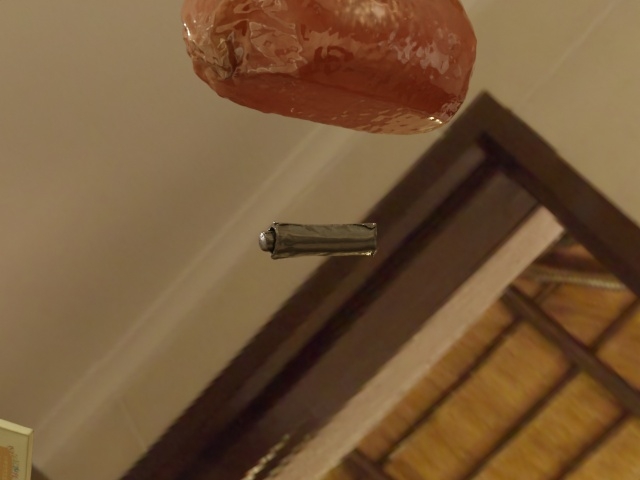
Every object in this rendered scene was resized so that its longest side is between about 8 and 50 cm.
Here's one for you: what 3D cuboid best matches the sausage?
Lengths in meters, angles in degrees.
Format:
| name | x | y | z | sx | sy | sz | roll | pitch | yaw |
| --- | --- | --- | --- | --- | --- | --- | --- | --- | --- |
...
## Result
| name | x | y | z | sx | sy | sz | roll | pitch | yaw |
| --- | --- | --- | --- | --- | --- | --- | --- | --- | --- |
| sausage | 0.017 | -0.161 | 0.938 | 0.254 | 0.148 | 0.148 | 14 | -65 | -34 |

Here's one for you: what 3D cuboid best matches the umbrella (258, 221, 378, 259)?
| name | x | y | z | sx | sy | sz | roll | pitch | yaw |
| --- | --- | --- | --- | --- | --- | --- | --- | --- | --- |
| umbrella | 0.000 | -0.002 | 1.234 | 0.133 | 0.036 | 0.031 | -1 | -28 | -27 |

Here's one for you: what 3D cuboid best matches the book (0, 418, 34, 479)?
| name | x | y | z | sx | sy | sz | roll | pitch | yaw |
| --- | --- | --- | --- | --- | --- | --- | --- | --- | --- |
| book | -0.501 | 0.276 | 1.495 | 0.295 | 0.020 | 0.208 | 16 | -60 | 6 |
